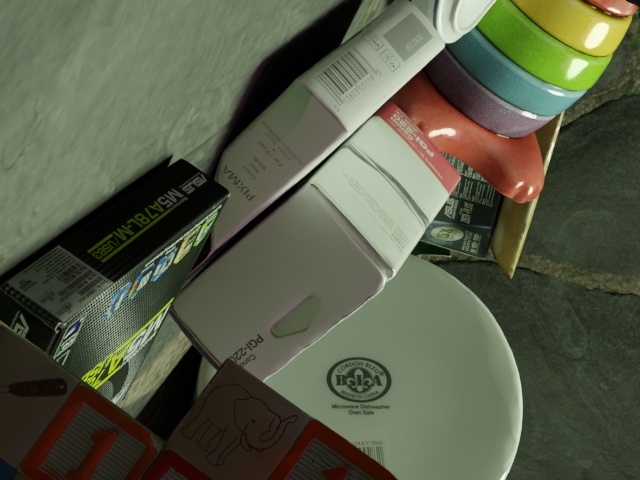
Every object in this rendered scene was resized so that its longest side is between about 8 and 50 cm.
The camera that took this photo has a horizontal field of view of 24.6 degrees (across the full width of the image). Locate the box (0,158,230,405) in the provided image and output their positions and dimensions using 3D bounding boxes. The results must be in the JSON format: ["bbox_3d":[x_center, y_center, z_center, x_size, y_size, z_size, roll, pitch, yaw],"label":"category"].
[{"bbox_3d":[-0.140,0.062,0.824,0.184,0.045,0.190,-62,170,31],"label":"box"}]

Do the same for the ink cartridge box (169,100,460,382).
[{"bbox_3d":[0.000,0.000,1.095,0.158,0.092,0.218,-40,-174,26],"label":"ink cartridge box"}]

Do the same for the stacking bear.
[{"bbox_3d":[0.196,-0.203,1.230,0.289,0.175,0.164,-49,-154,31],"label":"stacking bear"}]

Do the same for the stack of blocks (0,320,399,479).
[{"bbox_3d":[-0.067,0.134,0.607,0.171,0.297,0.087,-54,171,-9],"label":"stack of blocks"}]

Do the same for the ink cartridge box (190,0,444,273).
[{"bbox_3d":[-0.029,-0.065,1.046,0.224,0.056,0.181,-37,-175,36],"label":"ink cartridge box"}]

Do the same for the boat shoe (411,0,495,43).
[{"bbox_3d":[0.160,-0.256,1.115,0.095,0.084,0.258,1,122,-57],"label":"boat shoe"}]

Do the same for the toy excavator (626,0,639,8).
[{"bbox_3d":[0.259,-0.365,0.633,0.445,0.433,0.222,-28,-177,20],"label":"toy excavator"}]

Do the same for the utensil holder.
[{"bbox_3d":[0.017,0.215,1.502,0.328,0.327,0.385,-52,170,-25],"label":"utensil holder"}]

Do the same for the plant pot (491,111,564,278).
[{"bbox_3d":[0.218,-0.077,1.516,0.236,0.032,0.236,17,90,-82],"label":"plant pot"}]

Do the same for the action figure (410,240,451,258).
[{"bbox_3d":[0.099,-0.035,1.687,0.137,0.063,0.232,-14,-139,22],"label":"action figure"}]

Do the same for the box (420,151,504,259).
[{"bbox_3d":[0.162,-0.094,1.499,0.180,0.077,0.147,95,14,-58],"label":"box"}]
